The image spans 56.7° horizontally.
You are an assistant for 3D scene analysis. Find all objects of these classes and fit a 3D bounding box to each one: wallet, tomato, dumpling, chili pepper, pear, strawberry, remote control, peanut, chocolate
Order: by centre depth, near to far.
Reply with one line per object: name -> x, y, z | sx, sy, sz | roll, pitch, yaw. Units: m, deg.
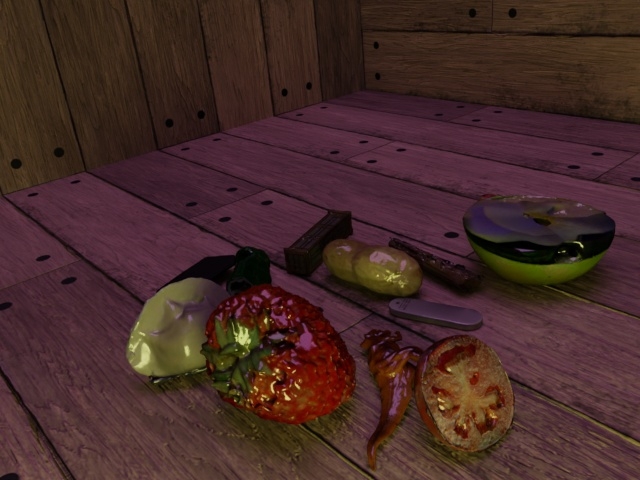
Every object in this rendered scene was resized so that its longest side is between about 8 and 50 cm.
tomato -> 0.267, 0.298, 1.150 | 0.225, 0.225, 0.085 | -26, -7, -35
strawberry -> -0.064, 0.247, 1.262 | 0.312, 0.267, 0.351 | 43, 17, 25
dumpling -> -0.301, 0.218, 1.384 | 0.292, 0.205, 0.163 | -11, 36, -32
remote control -> 0.293, 0.187, 1.528 | 0.244, 0.022, 0.077 | 8, 26, 27
pear -> 0.597, 0.014, 1.653 | 0.398, 0.165, 0.399 | -5, 26, 2
peanut -> 0.139, 0.068, 1.667 | 0.318, 0.148, 0.147 | 18, 34, 34
chocolate -> 0.322, 0.069, 1.715 | 0.102, 0.065, 0.329 | 16, 8, -39
chili pepper -> -0.201, 0.095, 1.722 | 0.136, 0.099, 0.270 | 16, 20, -12
wallet -> -0.367, 0.110, 1.781 | 0.149, 0.044, 0.250 | -6, 20, 31

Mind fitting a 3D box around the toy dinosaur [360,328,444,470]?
toy dinosaur -> 0.181, 0.282, 1.266 | 0.208, 0.097, 0.432 | -19, 20, 8

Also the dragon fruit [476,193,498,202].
dragon fruit -> 0.587, -0.120, 2.038 | 0.116, 0.081, 0.086 | -10, 15, -8

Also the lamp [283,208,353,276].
lamp -> 0.000, 0.000, 1.903 | 0.090, 0.089, 0.325 | 7, 28, 27
